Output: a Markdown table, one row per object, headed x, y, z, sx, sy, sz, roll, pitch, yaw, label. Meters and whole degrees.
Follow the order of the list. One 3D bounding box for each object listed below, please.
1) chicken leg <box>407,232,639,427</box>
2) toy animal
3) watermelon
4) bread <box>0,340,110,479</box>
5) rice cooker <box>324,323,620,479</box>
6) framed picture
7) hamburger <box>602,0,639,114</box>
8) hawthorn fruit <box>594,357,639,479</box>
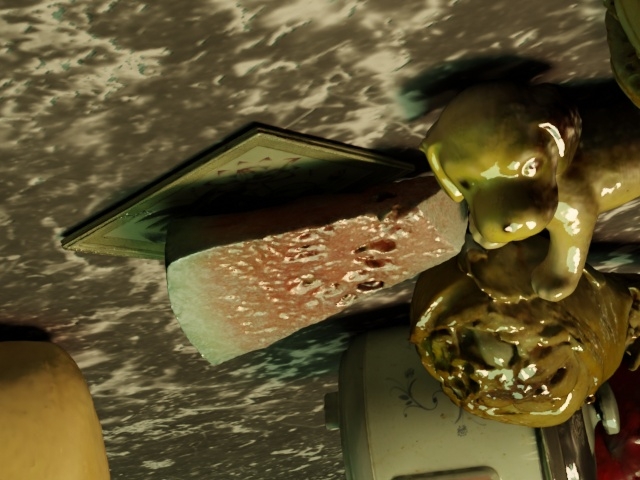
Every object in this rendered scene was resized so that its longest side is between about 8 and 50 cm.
| x | y | z | sx | sy | sz | roll | pitch | yaw | label |
| --- | --- | --- | --- | --- | --- | --- | --- | --- | --- |
| 0.255 | 0.066 | 1.333 | 0.429 | 0.201 | 0.152 | -6 | 180 | -36 | chicken leg |
| 0.179 | -0.046 | 0.995 | 0.233 | 0.121 | 0.169 | -12 | 135 | -21 | toy animal |
| 0.000 | 0.000 | 1.072 | 0.241 | 0.094 | 0.154 | -15 | 152 | 7 | watermelon |
| -0.386 | 0.234 | 1.301 | 0.376 | 0.253 | 0.348 | 0 | 156 | -33 | bread |
| 0.168 | 0.202 | 1.490 | 0.316 | 0.317 | 0.264 | -15 | -157 | 13 | rice cooker |
| -0.065 | -0.027 | 1.078 | 0.173 | 0.010 | 0.231 | 8 | 154 | -45 | framed picture |
| 0.225 | -0.114 | 0.735 | 0.159 | 0.185 | 0.131 | 5 | 165 | 2 | hamburger |
| 0.459 | 0.290 | 1.894 | 0.284 | 0.285 | 0.369 | -13 | 159 | 6 | hawthorn fruit |
